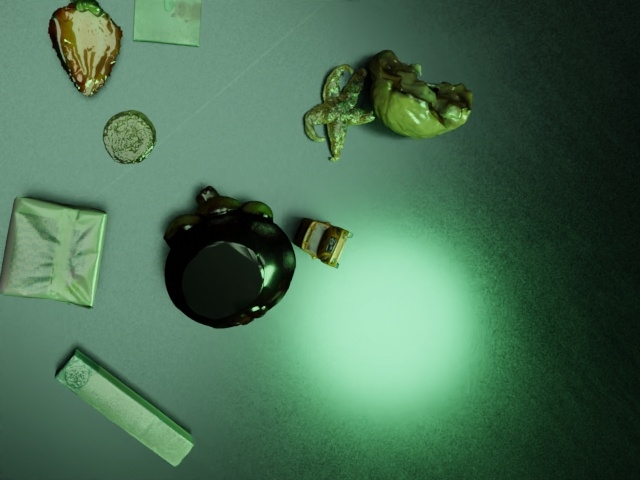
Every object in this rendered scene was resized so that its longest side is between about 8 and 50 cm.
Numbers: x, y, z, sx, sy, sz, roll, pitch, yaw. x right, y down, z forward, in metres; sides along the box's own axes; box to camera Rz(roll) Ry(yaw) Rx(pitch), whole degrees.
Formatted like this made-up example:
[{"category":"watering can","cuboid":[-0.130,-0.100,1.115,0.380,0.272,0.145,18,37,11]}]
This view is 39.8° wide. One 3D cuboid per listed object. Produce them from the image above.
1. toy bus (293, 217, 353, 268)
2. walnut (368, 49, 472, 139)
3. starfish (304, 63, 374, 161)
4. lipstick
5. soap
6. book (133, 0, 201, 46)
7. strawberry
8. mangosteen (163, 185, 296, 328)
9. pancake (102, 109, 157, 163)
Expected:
[{"category":"toy bus","cuboid":[0.000,0.000,1.844,0.088,0.194,0.083,23,90,-12]},{"category":"walnut","cuboid":[0.191,-0.288,1.864,0.238,0.204,0.141,26,121,-7]},{"category":"starfish","cuboid":[0.042,-0.275,1.907,0.150,0.053,0.209,4,100,-1]},{"category":"lipstick","cuboid":[-0.408,0.351,1.851,0.317,0.068,0.066,41,85,-14]},{"category":"soap","cuboid":[-0.526,0.021,1.750,0.182,0.138,0.199,10,94,-15]},{"category":"book","cuboid":[-0.313,-0.455,1.808,0.135,0.017,0.103,3,96,-14]},{"category":"strawberry","cuboid":[-0.464,-0.393,1.745,0.140,0.085,0.192,-35,108,-15]},{"category":"mangosteen","cuboid":[-0.192,0.034,1.783,0.288,0.233,0.287,2,105,7]},{"category":"pancake","cuboid":[-0.392,-0.212,1.820,0.115,0.011,0.114,-2,97,-13]}]
